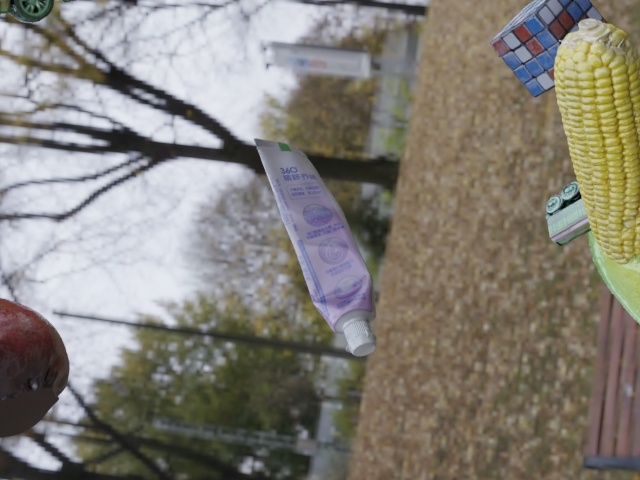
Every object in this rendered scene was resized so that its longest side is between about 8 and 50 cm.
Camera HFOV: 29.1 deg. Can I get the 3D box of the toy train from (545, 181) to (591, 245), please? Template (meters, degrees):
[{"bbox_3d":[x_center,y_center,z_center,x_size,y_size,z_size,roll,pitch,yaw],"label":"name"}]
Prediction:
[{"bbox_3d":[0.355,-0.051,1.611,0.038,0.148,0.071,21,-131,-38],"label":"toy train"}]

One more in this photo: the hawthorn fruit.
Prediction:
[{"bbox_3d":[-0.509,0.185,1.896,0.215,0.250,0.215,-25,-54,-40],"label":"hawthorn fruit"}]

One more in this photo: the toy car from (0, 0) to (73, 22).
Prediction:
[{"bbox_3d":[-0.263,-0.311,1.375,0.321,0.141,0.097,-20,-65,-36],"label":"toy car"}]

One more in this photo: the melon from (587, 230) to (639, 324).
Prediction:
[{"bbox_3d":[0.498,0.040,1.715,0.196,0.323,0.124,-54,-6,-17],"label":"melon"}]

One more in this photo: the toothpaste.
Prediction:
[{"bbox_3d":[0.000,0.000,1.401,0.048,0.075,0.301,104,150,-52],"label":"toothpaste"}]

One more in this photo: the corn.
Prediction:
[{"bbox_3d":[0.226,-0.076,0.959,0.067,0.067,0.206,-70,-34,-56],"label":"corn"}]

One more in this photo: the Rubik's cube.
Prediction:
[{"bbox_3d":[0.284,-0.248,1.515,0.092,0.092,0.092,-46,9,-33],"label":"Rubik's cube"}]
